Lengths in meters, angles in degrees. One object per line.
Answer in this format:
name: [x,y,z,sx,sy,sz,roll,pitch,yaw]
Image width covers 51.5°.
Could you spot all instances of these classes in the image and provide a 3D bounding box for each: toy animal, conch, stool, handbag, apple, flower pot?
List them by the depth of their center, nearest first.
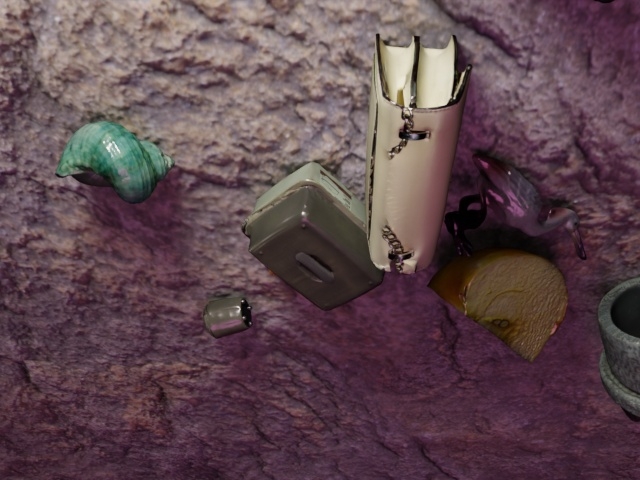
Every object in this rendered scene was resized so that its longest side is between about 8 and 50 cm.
handbag: [0.156,-0.145,1.147,0.160,0.237,0.358,5,135,5]
toy animal: [0.380,-0.064,1.286,0.324,0.090,0.195,2,96,-19]
conch: [-0.393,-0.151,1.292,0.202,0.134,0.196,22,174,-22]
apple: [0.390,0.129,1.433,0.254,0.179,0.346,-12,143,45]
flower pot: [0.742,0.241,1.450,0.299,0.299,0.283,-14,119,20]
stool: [-0.226,0.188,1.631,0.110,0.096,0.096,-14,132,12]

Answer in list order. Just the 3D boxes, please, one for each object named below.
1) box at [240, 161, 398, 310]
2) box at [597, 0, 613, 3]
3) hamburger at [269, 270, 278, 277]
box: [0.000,0.000,1.361,0.220,0.166,0.290,-31,123,33]
box: [0.315,-0.515,0.803,0.359,0.091,0.350,25,111,-16]
hamburger: [-0.074,0.058,1.515,0.083,0.044,0.076,26,134,-15]
